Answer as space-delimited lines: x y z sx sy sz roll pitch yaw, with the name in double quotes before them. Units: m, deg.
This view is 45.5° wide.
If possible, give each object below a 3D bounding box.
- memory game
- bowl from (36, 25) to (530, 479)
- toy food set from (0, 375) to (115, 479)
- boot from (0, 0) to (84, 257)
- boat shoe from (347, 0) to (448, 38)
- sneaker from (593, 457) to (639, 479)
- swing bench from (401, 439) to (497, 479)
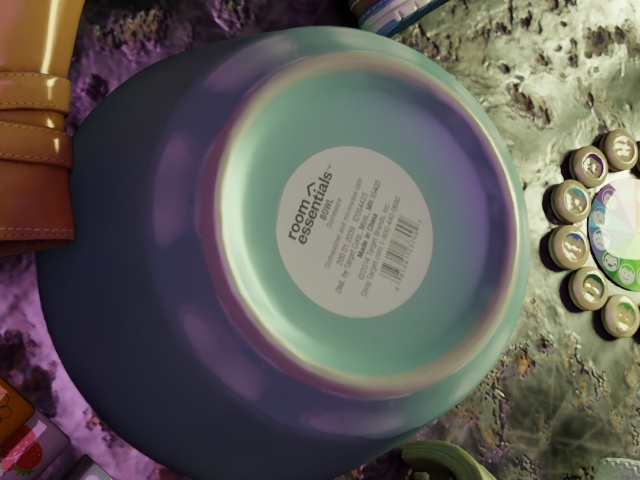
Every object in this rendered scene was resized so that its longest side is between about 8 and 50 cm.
"memory game" 0.272 -0.005 0.649 0.186 0.012 0.186 4 80 -21
"bowl" 0.000 0.000 0.456 0.312 0.163 0.311 4 80 -22
"toy food set" -0.133 0.178 0.399 0.232 0.111 0.104 47 68 -12
"boot" -0.152 -0.107 0.387 0.284 0.109 0.220 -15 81 -18
"boat shoe" 0.095 -0.221 0.581 0.183 0.066 0.066 -35 94 -23
"sneaker" 0.303 0.269 0.568 0.269 0.101 0.153 29 69 -18
"swing bench" 0.115 0.299 0.454 0.253 0.165 0.254 42 68 -11
